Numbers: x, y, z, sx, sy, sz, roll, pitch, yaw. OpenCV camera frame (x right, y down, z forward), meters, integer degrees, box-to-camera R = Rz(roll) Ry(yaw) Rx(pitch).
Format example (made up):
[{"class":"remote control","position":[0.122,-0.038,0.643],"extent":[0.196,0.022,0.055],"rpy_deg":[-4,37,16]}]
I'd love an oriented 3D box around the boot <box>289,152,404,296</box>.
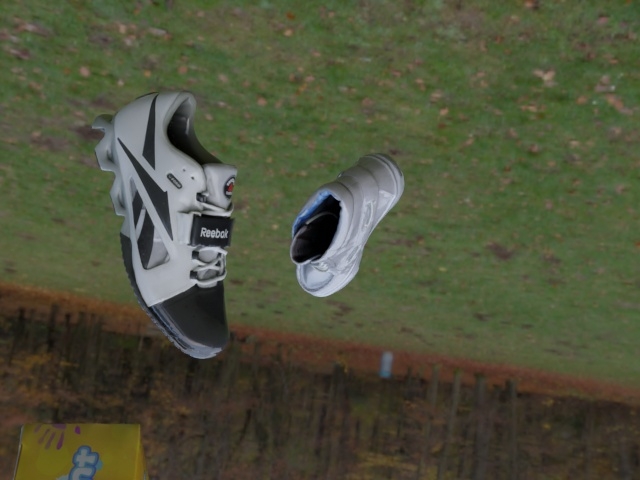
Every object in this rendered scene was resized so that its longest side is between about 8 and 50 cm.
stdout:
[{"class":"boot","position":[0.000,0.000,0.945],"extent":[0.123,0.095,0.258],"rpy_deg":[-29,157,-41]}]

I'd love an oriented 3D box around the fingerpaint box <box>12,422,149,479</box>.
[{"class":"fingerpaint box","position":[-0.315,0.521,0.991],"extent":[0.163,0.444,0.371],"rpy_deg":[2,139,-6]}]

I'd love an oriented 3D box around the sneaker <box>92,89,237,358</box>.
[{"class":"sneaker","position":[-0.157,-0.025,0.910],"extent":[0.146,0.330,0.122],"rpy_deg":[-21,178,22]}]
